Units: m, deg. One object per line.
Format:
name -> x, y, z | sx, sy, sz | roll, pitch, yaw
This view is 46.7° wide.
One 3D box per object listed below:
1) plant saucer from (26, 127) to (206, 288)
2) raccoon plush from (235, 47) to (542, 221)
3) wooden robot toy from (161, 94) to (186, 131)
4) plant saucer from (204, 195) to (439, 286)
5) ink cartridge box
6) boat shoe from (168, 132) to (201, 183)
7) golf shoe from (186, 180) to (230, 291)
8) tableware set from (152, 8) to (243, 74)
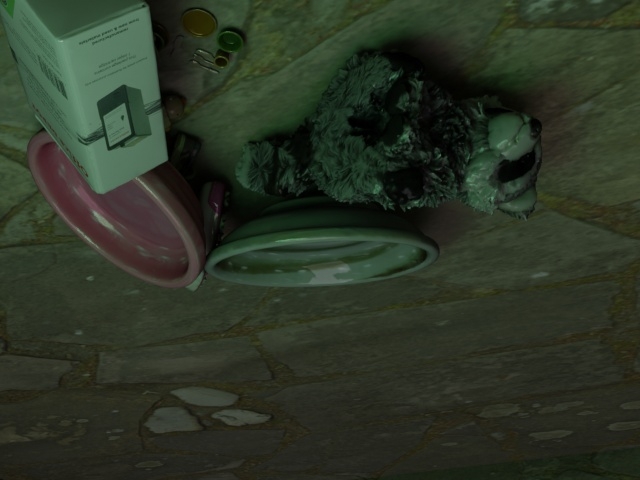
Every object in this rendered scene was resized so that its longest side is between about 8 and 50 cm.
plant saucer -> -0.311, -0.064, 1.187 | 0.332, 0.084, 0.332 | 25, 148, 17
raccoon plush -> 0.118, -0.139, 1.126 | 0.299, 0.216, 0.446 | 12, 179, -39
wooden robot toy -> -0.242, -0.203, 1.106 | 0.079, 0.076, 0.173 | -30, 149, -15
plant saucer -> 0.000, 0.000, 1.279 | 0.401, 0.100, 0.400 | -3, 166, -1
ink cartridge box -> -0.299, -0.222, 0.928 | 0.115, 0.198, 0.273 | -32, 156, -24
boat shoe -> -0.231, -0.113, 1.224 | 0.049, 0.056, 0.152 | 17, 144, -11
golf shoe -> -0.250, -0.008, 1.336 | 0.140, 0.115, 0.306 | 16, 143, -13
tableware set -> -0.188, -0.276, 1.009 | 0.154, 0.024, 0.104 | 20, 142, -23
